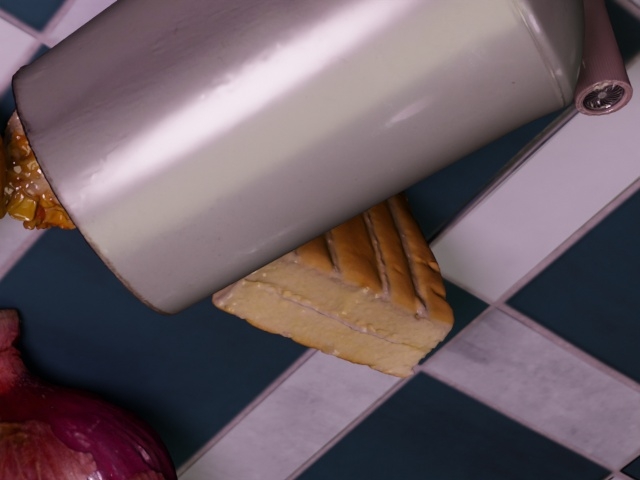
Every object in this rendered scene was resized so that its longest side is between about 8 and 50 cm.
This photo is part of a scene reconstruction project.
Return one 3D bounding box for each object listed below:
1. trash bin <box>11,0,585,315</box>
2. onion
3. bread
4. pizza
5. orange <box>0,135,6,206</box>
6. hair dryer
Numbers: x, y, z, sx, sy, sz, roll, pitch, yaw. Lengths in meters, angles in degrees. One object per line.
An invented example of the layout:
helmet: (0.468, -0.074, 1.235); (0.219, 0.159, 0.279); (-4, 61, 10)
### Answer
trash bin: (-0.001, -0.150, 1.074); (0.432, 0.280, 0.280); (-31, 129, 7)
onion: (-0.330, 0.258, 1.491); (0.348, 0.348, 0.385); (-14, 93, 3)
bread: (0.000, 0.000, 1.328); (0.239, 0.246, 0.111); (24, 120, -30)
pizza: (-0.277, -0.060, 1.348); (0.161, 0.062, 0.182); (-16, 133, 12)
orange: (-0.405, -0.065, 1.244); (0.219, 0.193, 0.219); (-15, 146, -11)
hair dryer: (0.229, -0.154, 1.281); (0.054, 0.195, 0.220); (-3, 146, -7)
